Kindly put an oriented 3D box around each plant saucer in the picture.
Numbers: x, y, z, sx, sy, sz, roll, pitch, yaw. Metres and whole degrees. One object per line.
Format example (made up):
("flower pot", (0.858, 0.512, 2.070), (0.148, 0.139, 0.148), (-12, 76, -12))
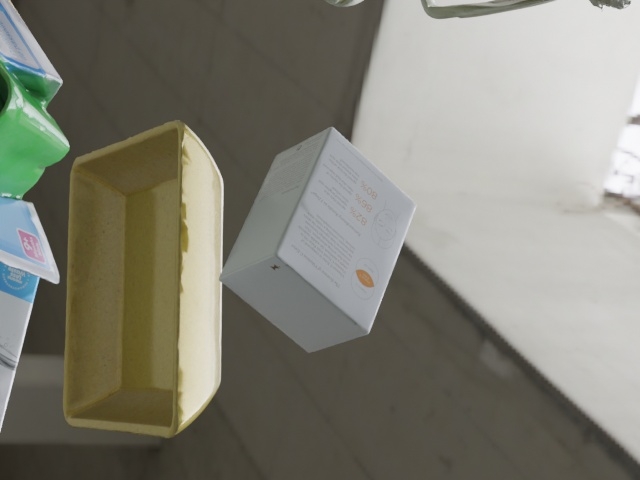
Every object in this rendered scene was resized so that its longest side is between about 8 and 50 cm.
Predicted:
("plant saucer", (-0.199, 0.052, 1.488), (0.333, 0.081, 0.333), (-9, -101, 58))

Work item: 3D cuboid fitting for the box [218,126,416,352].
("box", (0.000, 0.000, 1.274), (0.091, 0.130, 0.170), (-23, -146, 46))

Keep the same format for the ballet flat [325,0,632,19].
("ballet flat", (0.063, -0.242, 1.018), (0.409, 0.147, 0.147), (9, -90, 20))

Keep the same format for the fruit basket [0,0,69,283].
("fruit basket", (-0.314, -0.143, 0.786), (0.165, 0.353, 0.327), (-38, -118, 4))

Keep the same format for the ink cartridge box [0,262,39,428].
("ink cartridge box", (-0.287, 0.087, 0.984), (0.060, 0.104, 0.180), (-19, -125, 47))
